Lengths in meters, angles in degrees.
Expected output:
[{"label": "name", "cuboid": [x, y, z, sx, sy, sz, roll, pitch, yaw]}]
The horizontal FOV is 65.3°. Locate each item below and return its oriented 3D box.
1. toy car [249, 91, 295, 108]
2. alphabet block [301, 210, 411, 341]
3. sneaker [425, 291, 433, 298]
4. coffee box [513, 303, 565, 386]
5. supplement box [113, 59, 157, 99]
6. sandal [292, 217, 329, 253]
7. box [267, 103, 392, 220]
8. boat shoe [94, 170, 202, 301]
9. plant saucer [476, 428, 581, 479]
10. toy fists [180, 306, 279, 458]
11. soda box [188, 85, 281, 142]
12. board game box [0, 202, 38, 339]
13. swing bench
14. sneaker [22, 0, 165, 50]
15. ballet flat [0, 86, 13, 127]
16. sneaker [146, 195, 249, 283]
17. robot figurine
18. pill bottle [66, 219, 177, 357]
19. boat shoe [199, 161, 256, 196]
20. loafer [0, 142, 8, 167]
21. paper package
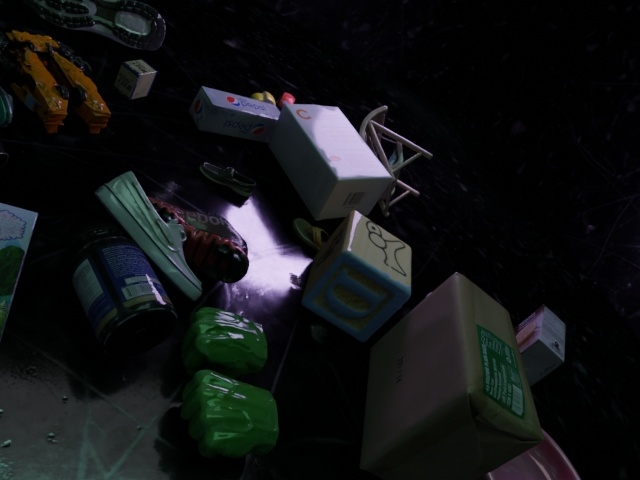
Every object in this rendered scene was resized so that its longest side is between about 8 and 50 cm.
[{"label": "toy car", "cuboid": [-0.118, -0.471, 1.834, 0.225, 0.053, 0.239, 47, 32, 14]}, {"label": "alphabet block", "cuboid": [0.091, 0.082, 1.195, 0.192, 0.193, 0.197, 34, 31, -10]}, {"label": "sneaker", "cuboid": [0.394, 0.242, 1.427, 0.217, 0.079, 0.121, 25, 36, -6]}, {"label": "coffee box", "cuboid": [0.667, 0.319, 1.542, 0.098, 0.141, 0.246, 43, 30, 8]}, {"label": "supplement box", "cuboid": [-0.501, -0.437, 1.356, 0.056, 0.083, 0.083, 38, 32, 1]}, {"label": "sandal", "cuboid": [0.000, 0.000, 1.345, 0.180, 0.049, 0.072, 46, 32, 12]}, {"label": "box", "cuboid": [0.020, -0.247, 1.543, 0.215, 0.168, 0.345, -7, 53, -36]}, {"label": "boat shoe", "cuboid": [-0.296, -0.007, 0.930, 0.088, 0.096, 0.267, -41, 101, -18]}, {"label": "plant saucer", "cuboid": [0.446, 0.531, 1.087, 0.332, 0.084, 0.332, 26, 33, -19]}, {"label": "toy fists", "cuboid": [-0.165, 0.228, 0.835, 0.142, 0.096, 0.279, 30, 29, -34]}, {"label": "soda box", "cuboid": [-0.249, -0.380, 1.533, 0.286, 0.098, 0.091, -1, 50, -46]}, {"label": "board game box", "cuboid": [-0.585, 0.039, 0.664, 0.319, 0.066, 0.318, 18, 36, -31]}, {"label": "swing bench", "cuboid": [0.215, -0.262, 1.683, 0.165, 0.253, 0.254, -33, 69, -13]}, {"label": "sneaker", "cuboid": [-0.679, -0.671, 1.476, 0.410, 0.158, 0.182, 17, 6, -29]}, {"label": "ballet flat", "cuboid": [-0.673, -0.303, 1.026, 0.188, 0.070, 0.070, 48, 32, 9]}, {"label": "sneaker", "cuboid": [-0.268, -0.016, 1.043, 0.276, 0.097, 0.135, 28, 24, -9]}, {"label": "robot figurine", "cuboid": [-0.621, -0.369, 1.143, 0.291, 0.085, 0.211, 50, 32, 18]}, {"label": "pill bottle", "cuboid": [-0.335, 0.072, 0.822, 0.123, 0.122, 0.219, -2, 44, -48]}, {"label": "boat shoe", "cuboid": [-0.240, -0.170, 1.315, 0.152, 0.049, 0.056, 25, 34, -21]}, {"label": "loafer", "cuboid": [-0.534, -0.075, 0.741, 0.078, 0.080, 0.220, 39, 33, -18]}, {"label": "paper package", "cuboid": [0.233, 0.279, 0.973, 0.168, 0.309, 0.325, 32, 33, -10]}]
